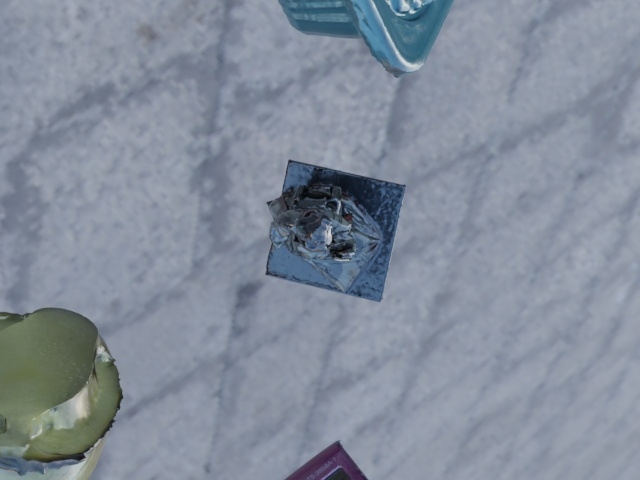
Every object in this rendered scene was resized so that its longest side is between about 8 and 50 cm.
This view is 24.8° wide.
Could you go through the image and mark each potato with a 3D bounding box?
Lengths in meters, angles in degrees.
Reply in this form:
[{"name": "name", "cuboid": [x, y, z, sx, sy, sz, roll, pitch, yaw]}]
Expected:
[{"name": "potato", "cuboid": [-0.356, 0.232, 1.685, 0.242, 0.285, 0.242, -3, 125, -5]}]

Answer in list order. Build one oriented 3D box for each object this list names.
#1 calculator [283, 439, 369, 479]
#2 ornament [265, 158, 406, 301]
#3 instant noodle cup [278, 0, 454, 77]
[{"name": "calculator", "cuboid": [0.024, 0.329, 1.606, 0.126, 0.190, 0.034, -36, 155, -6]}, {"name": "ornament", "cuboid": [0.000, 0.000, 1.724, 0.196, 0.166, 0.153, -50, 151, -79]}, {"name": "instant noodle cup", "cuboid": [0.008, -0.180, 0.674, 0.179, 0.070, 0.157, 62, 39, -39]}]
